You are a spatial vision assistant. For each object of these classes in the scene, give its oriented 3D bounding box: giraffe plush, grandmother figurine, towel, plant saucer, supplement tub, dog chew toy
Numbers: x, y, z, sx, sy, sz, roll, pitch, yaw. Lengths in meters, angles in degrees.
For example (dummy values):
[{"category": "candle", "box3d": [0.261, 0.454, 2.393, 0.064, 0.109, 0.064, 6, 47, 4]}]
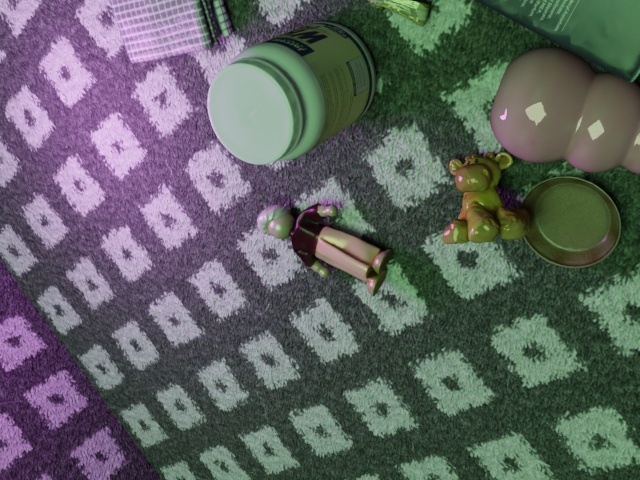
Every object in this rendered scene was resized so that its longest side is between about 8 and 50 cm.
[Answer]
[{"category": "giraffe plush", "box3d": [0.327, -0.091, 1.521, 0.181, 0.210, 0.171, -6, 96, 6]}, {"category": "grandmother figurine", "box3d": [0.000, 0.000, 1.822, 0.342, 0.104, 0.208, 23, 117, 18]}, {"category": "towel", "box3d": [-0.362, -0.544, 1.749, 0.283, 0.121, 0.235, -1, 115, 34]}, {"category": "plant saucer", "box3d": [0.499, -0.041, 1.506, 0.198, 0.036, 0.199, 15, 122, 26]}, {"category": "supplement tub", "box3d": [-0.054, -0.302, 1.541, 0.235, 0.325, 0.235, 15, 122, 26]}, {"category": "dog chew toy", "box3d": [0.476, -0.214, 1.331, 0.331, 0.206, 0.207, 20, 124, 14]}]

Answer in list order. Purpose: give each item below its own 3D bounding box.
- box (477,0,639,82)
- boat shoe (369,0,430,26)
[{"category": "box", "box3d": [0.395, -0.463, 1.177, 0.395, 0.293, 0.212, 34, 129, 15]}, {"category": "boat shoe", "box3d": [0.142, -0.469, 1.499, 0.153, 0.056, 0.048, 20, 120, 15]}]
